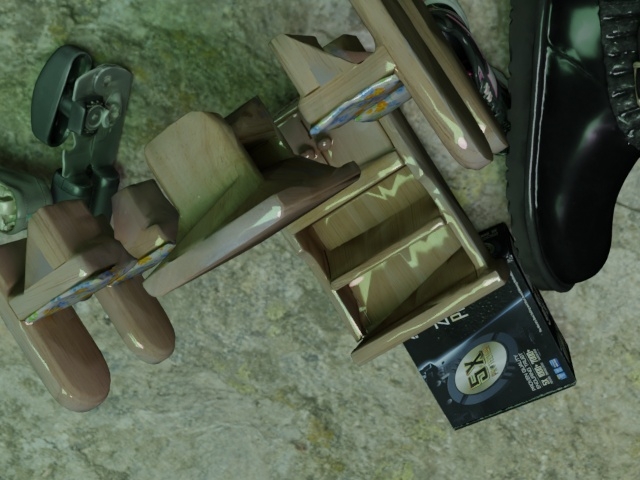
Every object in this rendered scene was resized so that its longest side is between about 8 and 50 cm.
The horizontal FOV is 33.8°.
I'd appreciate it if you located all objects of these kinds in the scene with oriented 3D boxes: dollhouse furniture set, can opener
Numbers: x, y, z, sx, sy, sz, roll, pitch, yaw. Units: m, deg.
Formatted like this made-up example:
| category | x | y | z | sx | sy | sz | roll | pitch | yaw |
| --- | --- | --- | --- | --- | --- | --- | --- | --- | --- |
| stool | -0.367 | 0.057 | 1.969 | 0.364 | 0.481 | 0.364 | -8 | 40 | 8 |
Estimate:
| category | x | y | z | sx | sy | sz | roll | pitch | yaw |
| --- | --- | --- | --- | --- | --- | --- | --- | --- | --- |
| dollhouse furniture set | 0.000 | 0.000 | 0.887 | 0.362 | 0.394 | 0.256 | -33 | 90 | 19 |
| can opener | -0.264 | -0.065 | 1.104 | 0.095 | 0.076 | 0.283 | 33 | 120 | 24 |

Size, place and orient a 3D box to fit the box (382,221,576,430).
| category | x | y | z | sx | sy | sz | roll | pitch | yaw |
| --- | --- | --- | --- | --- | --- | --- | --- | --- | --- |
| box | 0.171 | 0.095 | 1.136 | 0.147 | 0.077 | 0.180 | -23 | 113 | 16 |

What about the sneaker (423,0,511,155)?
| category | x | y | z | sx | sy | sz | roll | pitch | yaw |
| --- | --- | --- | --- | --- | --- | --- | --- | --- | --- |
| sneaker | 0.138 | -0.149 | 1.014 | 0.072 | 0.077 | 0.178 | -31 | 111 | 20 |

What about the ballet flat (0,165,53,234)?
| category | x | y | z | sx | sy | sz | roll | pitch | yaw |
| --- | --- | --- | --- | --- | --- | --- | --- | --- | --- |
| ballet flat | -0.373 | -0.057 | 1.070 | 0.213 | 0.068 | 0.072 | 15 | 114 | 18 |

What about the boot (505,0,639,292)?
| category | x | y | z | sx | sy | sz | roll | pitch | yaw |
| --- | --- | --- | --- | --- | --- | --- | --- | --- | --- |
| boot | 0.306 | -0.094 | 0.944 | 0.260 | 0.131 | 0.347 | 9 | 120 | 29 |
